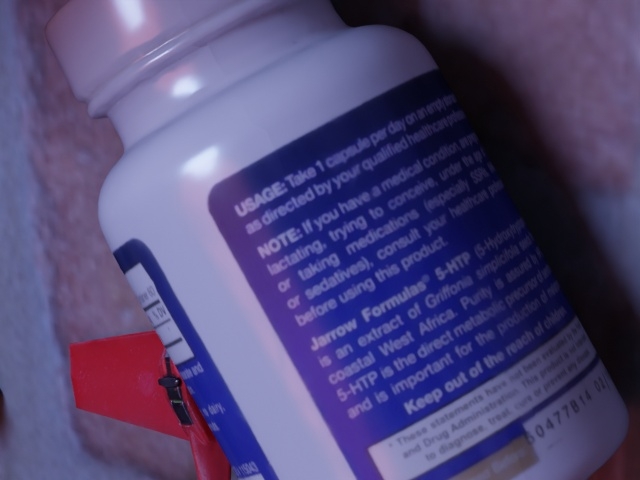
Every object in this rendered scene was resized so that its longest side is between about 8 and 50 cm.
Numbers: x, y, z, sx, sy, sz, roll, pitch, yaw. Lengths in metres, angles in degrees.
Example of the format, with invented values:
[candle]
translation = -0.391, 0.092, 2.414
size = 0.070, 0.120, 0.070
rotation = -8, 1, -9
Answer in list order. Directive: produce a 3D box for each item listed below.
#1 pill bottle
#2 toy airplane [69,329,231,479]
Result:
[pill bottle]
translation = 0.000, 0.000, 0.539
size = 0.112, 0.112, 0.187
rotation = -28, 91, 44
[toy airplane]
translation = -0.040, 0.077, 0.665
size = 0.151, 0.028, 0.151
rotation = 16, 119, 32
